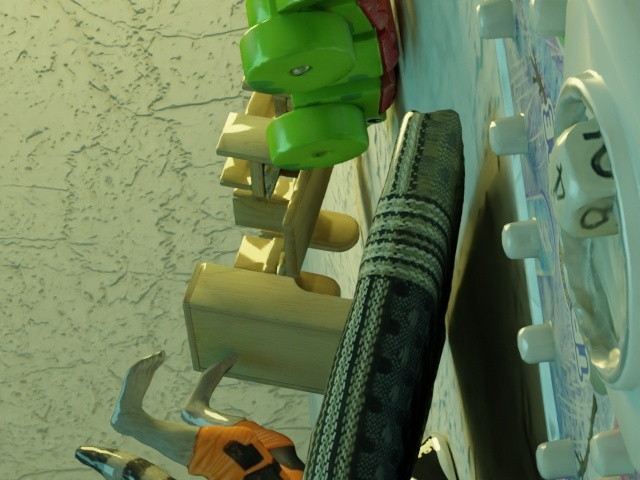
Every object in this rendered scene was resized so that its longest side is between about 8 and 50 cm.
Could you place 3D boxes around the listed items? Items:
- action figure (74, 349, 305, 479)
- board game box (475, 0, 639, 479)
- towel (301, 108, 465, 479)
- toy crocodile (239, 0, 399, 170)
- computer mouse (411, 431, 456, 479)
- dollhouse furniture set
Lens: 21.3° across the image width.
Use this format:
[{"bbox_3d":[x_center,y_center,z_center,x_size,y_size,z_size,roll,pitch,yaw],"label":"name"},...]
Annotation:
[{"bbox_3d":[-0.018,0.242,1.292,0.330,0.178,0.341,53,175,12],"label":"action figure"},{"bbox_3d":[0.072,-0.002,0.445,0.390,0.050,0.390,161,101,-87],"label":"board game box"},{"bbox_3d":[0.012,0.131,0.824,0.324,0.056,0.312,83,-161,-69],"label":"towel"},{"bbox_3d":[0.006,-0.129,1.041,0.340,0.105,0.115,76,-175,-74],"label":"toy crocodile"},{"bbox_3d":[0.071,0.196,1.039,0.193,0.042,0.106,-103,5,-57],"label":"computer mouse"},{"bbox_3d":[0.000,0.000,1.425,0.212,0.161,0.242,86,-163,-52],"label":"dollhouse furniture set"}]
